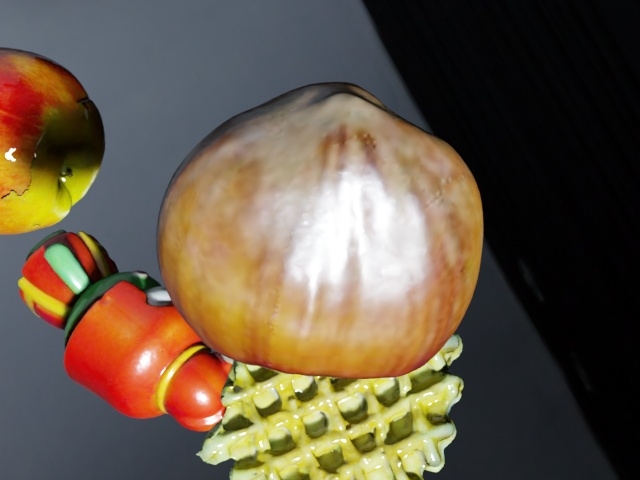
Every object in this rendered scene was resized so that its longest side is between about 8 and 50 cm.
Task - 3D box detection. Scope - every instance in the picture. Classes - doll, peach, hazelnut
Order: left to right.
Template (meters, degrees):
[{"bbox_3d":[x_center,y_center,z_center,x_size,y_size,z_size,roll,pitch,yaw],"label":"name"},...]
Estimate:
[{"bbox_3d":[-0.582,-0.186,1.781,0.370,0.370,0.370,-29,178,-1],"label":"peach"},{"bbox_3d":[-0.226,0.128,1.222,0.160,0.363,0.183,-48,157,-26],"label":"doll"},{"bbox_3d":[0.001,-0.008,0.653,0.210,0.210,0.186,-29,-175,3],"label":"hazelnut"}]

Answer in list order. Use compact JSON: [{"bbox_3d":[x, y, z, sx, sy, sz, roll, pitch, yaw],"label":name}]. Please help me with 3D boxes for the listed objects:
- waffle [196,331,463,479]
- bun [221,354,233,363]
[{"bbox_3d":[0.021,0.134,0.858,0.054,0.204,0.223,124,-11,-70],"label":"waffle"},{"bbox_3d":[-0.025,0.058,0.998,0.231,0.231,0.133,-31,155,33],"label":"bun"}]
